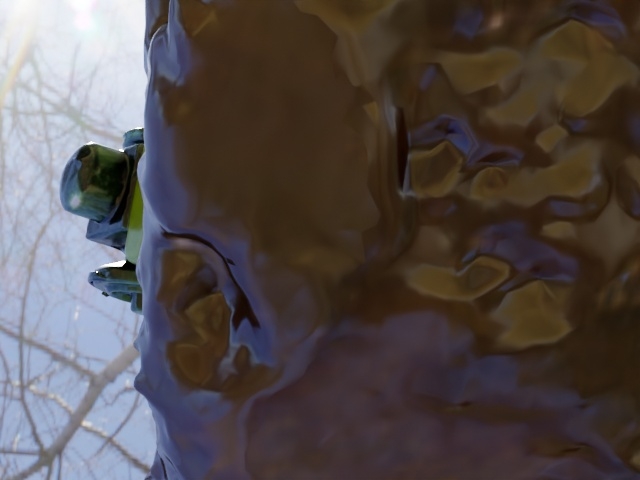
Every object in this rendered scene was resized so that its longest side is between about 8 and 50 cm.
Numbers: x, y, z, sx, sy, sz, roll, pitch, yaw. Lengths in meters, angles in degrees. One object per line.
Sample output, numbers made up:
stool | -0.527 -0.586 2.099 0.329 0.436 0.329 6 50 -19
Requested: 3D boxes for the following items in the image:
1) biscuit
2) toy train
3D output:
biscuit | 0.121 -0.017 0.431 0.395 0.342 0.166 0 -149 -8
toy train | 0.000 0.000 0.910 0.442 0.272 0.179 18 -107 -34
